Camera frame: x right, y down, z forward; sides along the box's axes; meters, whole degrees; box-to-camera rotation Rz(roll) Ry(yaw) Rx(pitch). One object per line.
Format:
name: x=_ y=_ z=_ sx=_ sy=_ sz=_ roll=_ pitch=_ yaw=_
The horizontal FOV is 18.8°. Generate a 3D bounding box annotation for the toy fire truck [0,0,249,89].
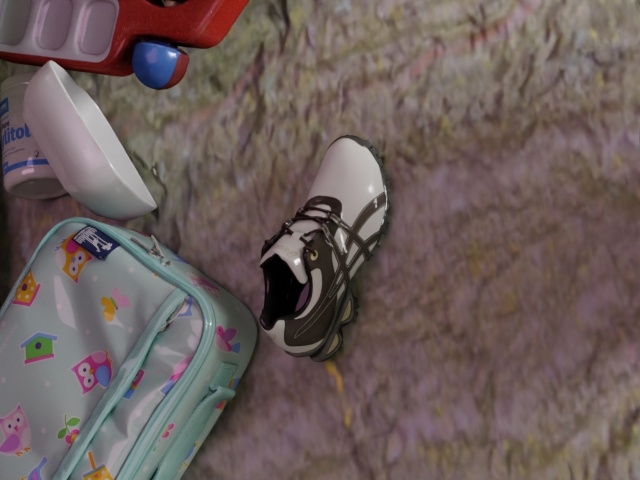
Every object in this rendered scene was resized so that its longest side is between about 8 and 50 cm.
toy fire truck: x=-0.163 y=-0.266 z=1.757 sx=0.302 sy=0.169 sz=0.254 roll=11 pitch=88 yaw=34

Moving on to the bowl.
bowl: x=-0.214 y=-0.081 z=1.742 sx=0.053 sy=0.142 sz=0.142 roll=-33 pitch=72 yaw=2

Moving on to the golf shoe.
golf shoe: x=0.000 y=0.000 z=1.627 sx=0.077 sy=0.094 sz=0.198 roll=5 pitch=79 yaw=34

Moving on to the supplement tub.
supplement tub: x=-0.268 y=-0.099 z=1.835 sx=0.071 sy=0.071 sz=0.107 roll=-17 pitch=69 yaw=28

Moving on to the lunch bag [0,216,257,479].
lunch bag: x=-0.194 y=0.127 z=1.705 sx=0.224 sy=0.108 sz=0.279 roll=34 pitch=96 yaw=34
